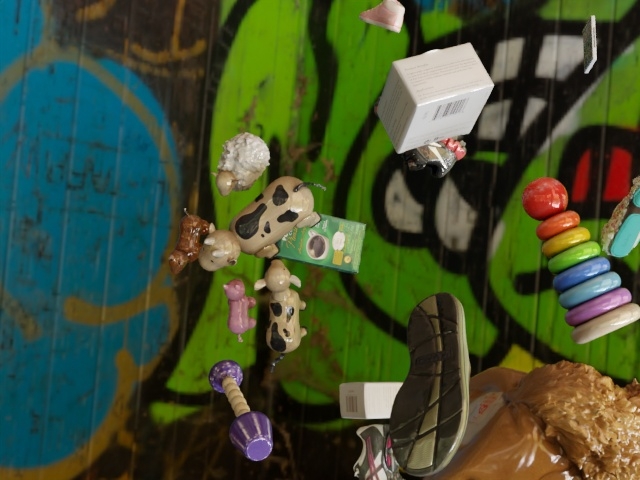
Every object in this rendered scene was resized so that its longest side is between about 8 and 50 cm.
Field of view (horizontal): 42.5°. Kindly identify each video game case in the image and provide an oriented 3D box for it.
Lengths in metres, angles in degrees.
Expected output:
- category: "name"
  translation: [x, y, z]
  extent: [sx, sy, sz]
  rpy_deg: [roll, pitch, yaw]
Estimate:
- category: "video game case"
  translation: [0.701, -0.510, 2.146]
  extent: [0.011, 0.122, 0.087]
  rpy_deg: [2, 168, 3]

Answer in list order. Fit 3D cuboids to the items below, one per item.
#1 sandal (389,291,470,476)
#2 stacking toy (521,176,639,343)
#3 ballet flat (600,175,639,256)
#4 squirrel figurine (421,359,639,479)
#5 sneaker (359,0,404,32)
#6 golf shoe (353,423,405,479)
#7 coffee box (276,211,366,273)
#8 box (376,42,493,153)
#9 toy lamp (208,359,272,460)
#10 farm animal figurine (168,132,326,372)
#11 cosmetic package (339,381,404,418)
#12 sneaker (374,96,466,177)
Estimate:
- category: "sandal"
  translation: [0.185, 0.218, 1.257]
  extent: [0.120, 0.303, 0.086]
  rpy_deg: [-12, 136, 31]
- category: "stacking toy"
  translation: [0.490, 0.029, 1.619]
  extent: [0.141, 0.330, 0.141]
  rpy_deg: [-23, 167, -6]
- category: "ballet flat"
  translation: [0.612, -0.074, 1.585]
  extent: [0.091, 0.241, 0.077]
  rpy_deg: [17, -146, -18]
- category: "squirrel figurine"
  translation: [0.430, 0.396, 1.416]
  extent: [0.397, 0.370, 0.281]
  rpy_deg: [-41, -170, 33]
- category: "sneaker"
  translation: [0.143, -0.519, 1.872]
  extent: [0.051, 0.070, 0.134]
  rpy_deg: [3, -160, -37]
- category: "golf shoe"
  translation: [0.141, 0.568, 1.937]
  extent: [0.120, 0.273, 0.105]
  rpy_deg: [2, 173, 25]
- category: "coffee box"
  translation: [0.000, 0.000, 1.787]
  extent: [0.184, 0.113, 0.040]
  rpy_deg: [11, 171, -11]
- category: "box"
  translation: [0.234, -0.295, 1.715]
  extent: [0.181, 0.119, 0.182]
  rpy_deg: [-17, 158, -16]
- category: "toy lamp"
  translation: [-0.147, 0.313, 1.520]
  extent: [0.080, 0.080, 0.274]
  rpy_deg: [6, -165, -20]
- category: "farm animal figurine"
  translation: [-0.117, 0.015, 1.459]
  extent: [0.330, 0.327, 0.172]
  rpy_deg: [37, -175, 13]
- category: "cosmetic package"
  translation: [0.172, 0.367, 1.902]
  extent: [0.231, 0.086, 0.117]
  rpy_deg: [3, 170, -29]
- category: "sneaker"
  translation: [0.240, -0.258, 2.117]
  extent: [0.276, 0.135, 0.097]
  rpy_deg: [33, 175, -16]
